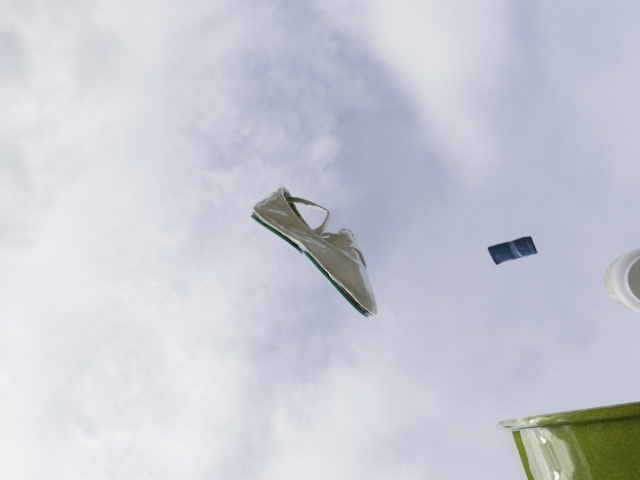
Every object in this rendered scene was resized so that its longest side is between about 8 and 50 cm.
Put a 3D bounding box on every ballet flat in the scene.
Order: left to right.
[{"bbox_3d":[0.000,0.000,0.935,0.400,0.139,0.139,39,-95,30],"label":"ballet flat"}]

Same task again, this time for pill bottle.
[{"bbox_3d":[0.926,0.115,1.195,0.187,0.333,0.188,-3,-97,29],"label":"pill bottle"}]

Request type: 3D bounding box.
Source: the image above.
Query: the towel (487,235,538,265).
[{"bbox_3d":[0.529,0.027,1.173,0.119,0.067,0.029,-19,-143,31],"label":"towel"}]

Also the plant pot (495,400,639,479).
[{"bbox_3d":[0.402,0.331,0.391,0.365,0.367,0.354,-8,-116,1],"label":"plant pot"}]
